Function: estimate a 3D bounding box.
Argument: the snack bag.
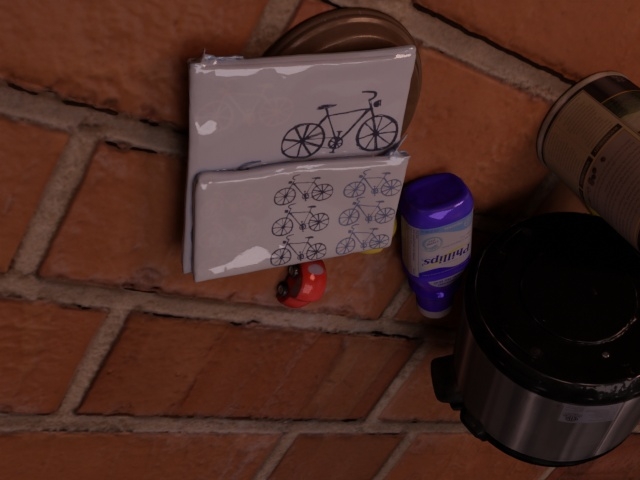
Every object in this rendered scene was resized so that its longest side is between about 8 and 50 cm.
[{"bbox_3d":[-0.024,-0.102,1.141,0.323,0.037,0.342,-8,130,-21],"label":"snack bag"}]

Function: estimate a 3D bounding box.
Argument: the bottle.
[{"bbox_3d":[0.193,0.019,1.424,0.118,0.092,0.283,-18,137,-11],"label":"bottle"}]

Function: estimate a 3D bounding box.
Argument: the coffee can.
[{"bbox_3d":[0.513,-0.119,1.368,0.202,0.275,0.201,-19,137,-19],"label":"coffee can"}]

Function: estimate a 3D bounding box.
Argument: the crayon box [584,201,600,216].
[{"bbox_3d":[0.646,-0.060,1.528,0.202,0.319,0.081,36,71,-56],"label":"crayon box"}]

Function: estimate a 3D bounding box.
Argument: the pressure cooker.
[{"bbox_3d":[0.416,0.201,1.519,0.375,0.370,0.420,-47,154,-25],"label":"pressure cooker"}]

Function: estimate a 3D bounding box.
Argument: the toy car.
[{"bbox_3d":[0.000,0.000,1.309,0.239,0.053,0.225,-38,139,3],"label":"toy car"}]

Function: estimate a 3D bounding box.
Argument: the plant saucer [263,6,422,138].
[{"bbox_3d":[0.025,-0.183,1.164,0.278,0.041,0.278,-18,135,-19],"label":"plant saucer"}]
